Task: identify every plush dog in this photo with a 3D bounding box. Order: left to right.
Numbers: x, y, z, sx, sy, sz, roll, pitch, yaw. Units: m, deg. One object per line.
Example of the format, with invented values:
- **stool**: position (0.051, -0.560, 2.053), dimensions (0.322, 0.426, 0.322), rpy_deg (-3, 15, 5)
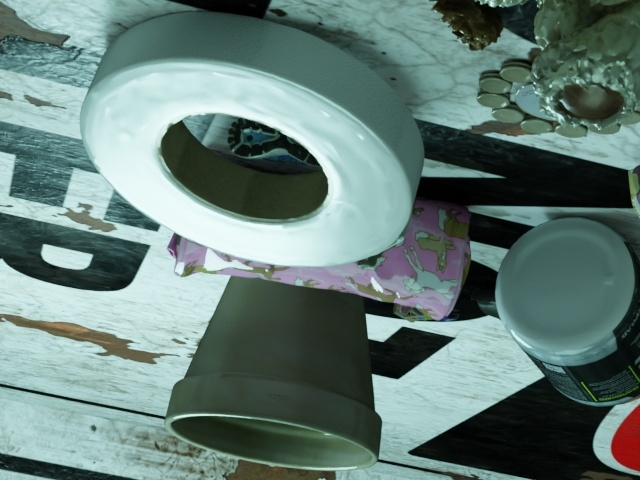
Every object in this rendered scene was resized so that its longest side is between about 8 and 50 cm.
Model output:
- **plush dog**: position (0.178, -0.250, 1.265), dimensions (0.225, 0.210, 0.262), rpy_deg (16, 137, 24)

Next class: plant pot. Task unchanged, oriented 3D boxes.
- **plant pot**: position (-0.053, 0.171, 2.360), dimensions (0.323, 0.280, 0.323), rpy_deg (8, 162, 3)

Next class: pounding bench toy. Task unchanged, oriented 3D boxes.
- **pounding bench toy**: position (0.162, 0.096, 2.394), dimensions (0.065, 0.052, 0.083), rpy_deg (-6, 156, 37)

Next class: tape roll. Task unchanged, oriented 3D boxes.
- **tape roll**: position (-0.075, -0.103, 1.770), dimensions (0.392, 0.072, 0.392), rpy_deg (12, 149, 7)

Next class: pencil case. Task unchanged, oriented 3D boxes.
- **pencil case**: position (0.000, 0.000, 2.041), dimensions (0.386, 0.167, 0.160), rpy_deg (11, -164, -5)

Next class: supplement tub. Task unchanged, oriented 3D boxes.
- **supplement tub**: position (0.364, 0.108, 2.121), dimensions (0.194, 0.193, 0.316), rpy_deg (1, 159, 23)

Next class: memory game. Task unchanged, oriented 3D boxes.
- **memory game**: position (0.258, -0.152, 1.696), dimensions (0.186, 0.012, 0.186), rpy_deg (9, 162, 3)

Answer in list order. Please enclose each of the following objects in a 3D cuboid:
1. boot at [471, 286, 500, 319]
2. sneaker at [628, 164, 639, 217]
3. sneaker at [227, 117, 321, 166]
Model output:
- **boot**: position (0.330, 0.117, 2.368), dimensions (0.137, 0.076, 0.198), rpy_deg (-1, 146, 40)
- **sneaker**: position (0.430, -0.051, 1.844), dimensions (0.084, 0.069, 0.185), rpy_deg (-17, 155, 35)
- **sneaker**: position (-0.025, -0.120, 1.876), dimensions (0.162, 0.063, 0.073), rpy_deg (7, 179, 16)
